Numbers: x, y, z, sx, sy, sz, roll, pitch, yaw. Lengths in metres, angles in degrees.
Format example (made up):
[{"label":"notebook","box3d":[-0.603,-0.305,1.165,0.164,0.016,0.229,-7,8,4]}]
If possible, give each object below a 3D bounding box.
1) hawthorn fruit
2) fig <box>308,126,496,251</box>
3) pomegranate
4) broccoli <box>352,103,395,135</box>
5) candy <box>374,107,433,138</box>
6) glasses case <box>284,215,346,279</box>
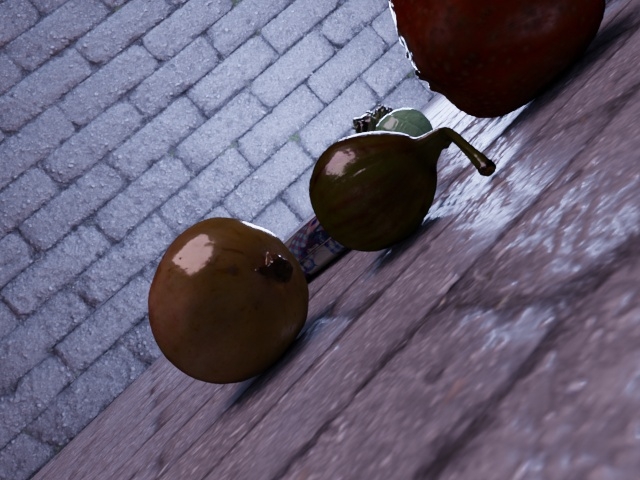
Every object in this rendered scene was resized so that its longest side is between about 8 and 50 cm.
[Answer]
[{"label":"hawthorn fruit","box3d":[0.255,-0.332,0.879,0.330,0.287,0.287,-36,6,19]},{"label":"fig","box3d":[0.073,-0.072,0.753,0.186,0.142,0.148,-55,26,27]},{"label":"pomegranate","box3d":[-0.108,0.067,0.762,0.191,0.191,0.191,-43,5,4]},{"label":"broccoli","box3d":[0.141,-0.218,1.710,0.146,0.164,0.304,-6,37,25]},{"label":"candy","box3d":[0.071,-0.087,1.335,0.440,0.119,0.119,-51,5,-4]},{"label":"glasses case","box3d":[0.000,0.000,1.128,0.327,0.076,0.125,-40,4,38]}]
